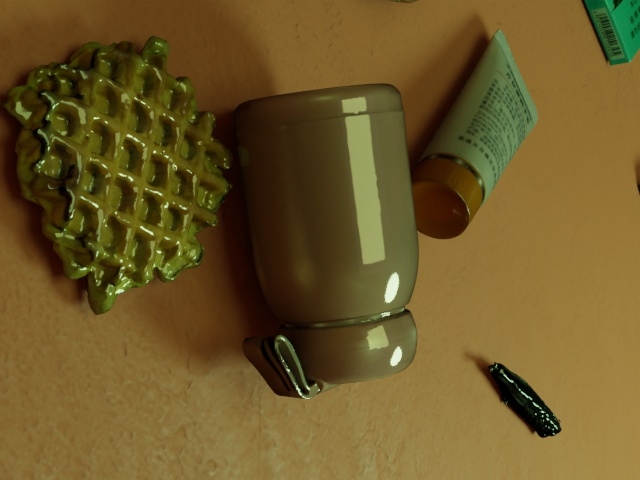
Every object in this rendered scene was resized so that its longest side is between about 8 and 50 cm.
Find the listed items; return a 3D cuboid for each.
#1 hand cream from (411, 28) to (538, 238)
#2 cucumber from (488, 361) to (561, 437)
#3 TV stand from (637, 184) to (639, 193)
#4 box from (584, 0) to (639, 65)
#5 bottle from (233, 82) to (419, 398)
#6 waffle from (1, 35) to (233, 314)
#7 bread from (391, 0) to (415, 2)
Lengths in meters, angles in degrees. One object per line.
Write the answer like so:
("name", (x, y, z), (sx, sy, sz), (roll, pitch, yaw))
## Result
("hand cream", (0.193, -0.131, 1.674), (0.314, 0.089, 0.139), (-50, 123, -44))
("cucumber", (0.248, 0.194, 1.736), (0.039, 0.043, 0.163), (-42, 123, 6))
("TV stand", (0.561, -0.116, 2.119), (0.256, 0.040, 0.049), (-36, 111, -44))
("box", (0.421, -0.389, 1.990), (0.161, 0.042, 0.226), (-50, 122, -41))
("bottle", (0.000, 0.000, 1.382), (0.206, 0.173, 0.297), (-11, 96, -44))
("waffle", (-0.178, -0.067, 1.278), (0.238, 0.059, 0.243), (-44, 120, -45))
("bread", (0.124, -0.380, 1.595), (0.190, 0.123, 0.244), (30, 64, -41))
